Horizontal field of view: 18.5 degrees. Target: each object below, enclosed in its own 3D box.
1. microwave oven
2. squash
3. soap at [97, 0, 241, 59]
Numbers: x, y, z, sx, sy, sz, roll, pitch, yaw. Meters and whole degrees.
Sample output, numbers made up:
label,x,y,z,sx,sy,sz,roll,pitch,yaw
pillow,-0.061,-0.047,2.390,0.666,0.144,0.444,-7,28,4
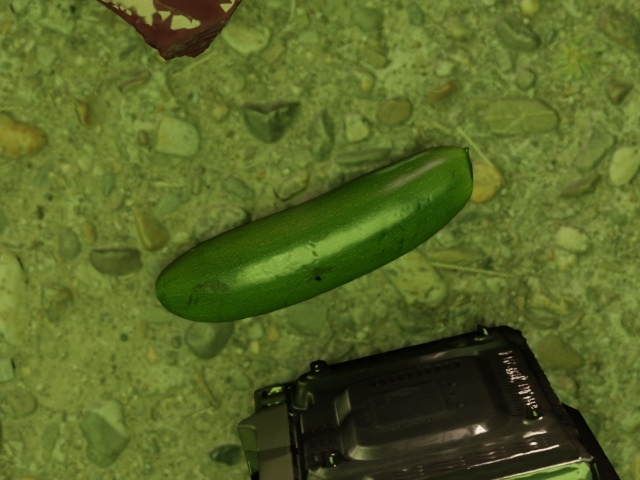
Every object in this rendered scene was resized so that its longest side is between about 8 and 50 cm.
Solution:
label,x,y,z,sx,sy,sz,roll,pitch,yaw
microwave oven,0.088,0.217,1.578,0.286,0.355,0.218,-15,103,1
squash,0.000,0.002,1.664,0.292,0.082,0.082,-22,103,2
soap,-0.212,-0.282,1.511,0.359,0.233,0.128,32,98,-10
